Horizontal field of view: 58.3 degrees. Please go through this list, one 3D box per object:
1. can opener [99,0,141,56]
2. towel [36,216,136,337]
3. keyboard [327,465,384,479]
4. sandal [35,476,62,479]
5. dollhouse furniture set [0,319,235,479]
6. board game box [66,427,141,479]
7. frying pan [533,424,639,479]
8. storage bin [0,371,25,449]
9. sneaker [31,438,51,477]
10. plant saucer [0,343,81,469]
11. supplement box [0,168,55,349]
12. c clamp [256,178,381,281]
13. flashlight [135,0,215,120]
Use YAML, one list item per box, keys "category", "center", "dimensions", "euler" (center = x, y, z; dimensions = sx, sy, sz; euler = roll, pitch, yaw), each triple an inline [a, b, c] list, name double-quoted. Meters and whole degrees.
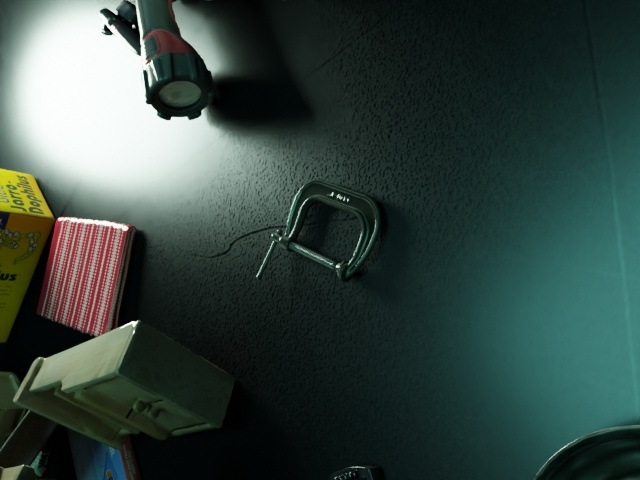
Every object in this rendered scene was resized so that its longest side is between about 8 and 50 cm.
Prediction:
- category: "can opener"
  center: [-0.339, -0.365, 1.007]
  dimensions: [0.073, 0.059, 0.186]
  euler: [-54, 51, 21]
- category: "towel"
  center: [-0.424, 0.059, 1.032]
  dimensions: [0.275, 0.031, 0.198]
  euler: [6, 85, 42]
- category: "keyboard"
  center: [0.056, 0.309, 0.536]
  dimensions: [0.100, 0.038, 0.191]
  euler: [-35, 61, 33]
- category: "sandal"
  center: [-0.533, 0.483, 1.021]
  dimensions: [0.240, 0.079, 0.088]
  euler: [-30, 81, 1]
- category: "dollhouse furniture set"
  center: [-0.288, 0.321, 0.650]
  dimensions: [0.257, 0.362, 0.394]
  euler: [-23, 39, 37]
- category: "board game box"
  center: [-0.326, 0.377, 0.885]
  dimensions: [0.145, 0.027, 0.281]
  euler: [-48, 54, 28]
- category: "frying pan"
  center: [0.279, 0.208, 0.337]
  dimensions: [0.326, 0.053, 0.197]
  euler: [-17, 71, 38]
- category: "storage bin"
  center: [-0.755, 0.391, 1.126]
  dimensions: [0.123, 0.261, 0.262]
  euler: [40, 110, 53]
- category: "sneaker"
  center: [-0.512, 0.394, 1.051]
  dimensions: [0.037, 0.032, 0.083]
  euler: [-16, 73, 40]
- category: "plant saucer"
  center: [-0.455, 0.308, 0.904]
  dimensions: [0.310, 0.050, 0.310]
  euler: [-51, 11, 14]
- category: "supplement box"
  center: [-0.740, 0.038, 1.216]
  dimensions: [0.194, 0.195, 0.356]
  euler: [45, 113, 38]
- category: "c clamp"
  center: [0.000, 0.000, 0.657]
  dimensions: [0.161, 0.022, 0.137]
  euler: [17, 89, 45]
- category: "flashlight"
  center: [-0.234, -0.329, 0.885]
  dimensions: [0.103, 0.103, 0.303]
  euler: [109, 150, -58]
